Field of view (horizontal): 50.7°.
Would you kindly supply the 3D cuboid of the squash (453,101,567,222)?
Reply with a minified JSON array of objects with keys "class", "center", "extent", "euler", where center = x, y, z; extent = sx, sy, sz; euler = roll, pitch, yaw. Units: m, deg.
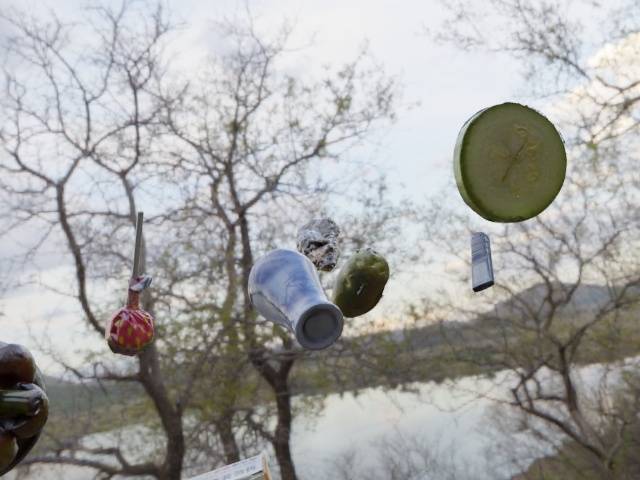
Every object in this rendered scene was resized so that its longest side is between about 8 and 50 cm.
[{"class":"squash","center":[0.343,-0.138,1.214],"extent":[0.219,0.219,0.041],"euler":[-7,-1,-13]}]

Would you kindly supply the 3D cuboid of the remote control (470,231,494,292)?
[{"class":"remote control","center":[0.314,0.038,1.325],"extent":[0.043,0.152,0.027],"euler":[-23,-55,26]}]

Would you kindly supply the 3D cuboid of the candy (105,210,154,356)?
[{"class":"candy","center":[-0.454,0.106,1.643],"extent":[0.124,0.365,0.124],"euler":[9,12,-2]}]

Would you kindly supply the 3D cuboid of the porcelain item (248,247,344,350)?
[{"class":"porcelain item","center":[-0.048,0.102,1.219],"extent":[0.141,0.141,0.259],"euler":[-4,21,-24]}]

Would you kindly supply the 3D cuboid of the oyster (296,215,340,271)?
[{"class":"oyster","center":[-0.003,0.001,1.782],"extent":[0.128,0.079,0.345],"euler":[-21,20,0]}]

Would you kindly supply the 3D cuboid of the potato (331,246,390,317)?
[{"class":"potato","center":[0.133,0.144,2.218],"extent":[0.248,0.169,0.143],"euler":[-60,-14,16]}]

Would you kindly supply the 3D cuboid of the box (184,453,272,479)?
[{"class":"box","center":[-0.157,0.532,1.161],"extent":[0.220,0.274,0.091],"euler":[-16,7,-5]}]

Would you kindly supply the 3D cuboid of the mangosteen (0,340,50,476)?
[{"class":"mangosteen","center":[-0.427,0.212,0.840],"extent":[0.230,0.194,0.194],"euler":[-16,-14,42]}]
